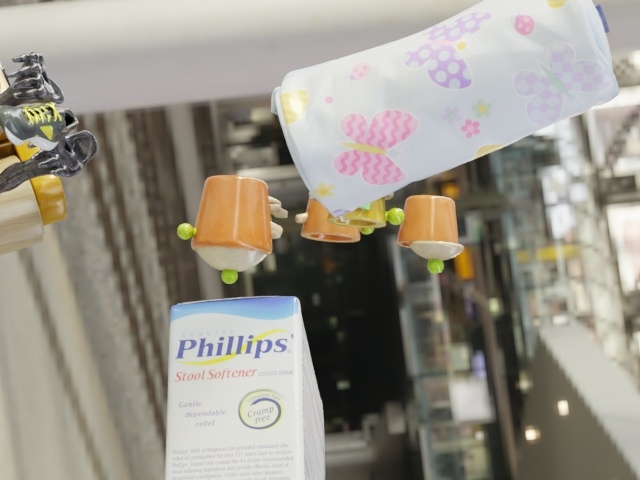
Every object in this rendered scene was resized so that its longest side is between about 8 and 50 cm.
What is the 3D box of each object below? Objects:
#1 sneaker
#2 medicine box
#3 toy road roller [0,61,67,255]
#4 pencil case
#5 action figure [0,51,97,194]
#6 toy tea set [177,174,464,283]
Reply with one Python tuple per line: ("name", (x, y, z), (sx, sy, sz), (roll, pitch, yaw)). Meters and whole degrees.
("sneaker", (-0.205, -0.088, 1.177), (0.031, 0.035, 0.083), (60, 14, 11))
("medicine box", (-0.078, 0.250, 1.821), (0.263, 0.149, 0.289), (80, 7, -58))
("toy road roller", (-0.464, -0.151, 2.033), (0.240, 0.202, 0.329), (96, -30, -53))
("pencil case", (0.100, -0.121, 1.295), (0.124, 0.273, 0.113), (64, 11, -13))
("action figure", (-0.326, -0.052, 1.344), (0.141, 0.276, 0.164), (5, 61, -59))
("toy tea set", (0.000, 0.000, 1.949), (0.200, 0.336, 0.124), (29, 64, -72))
